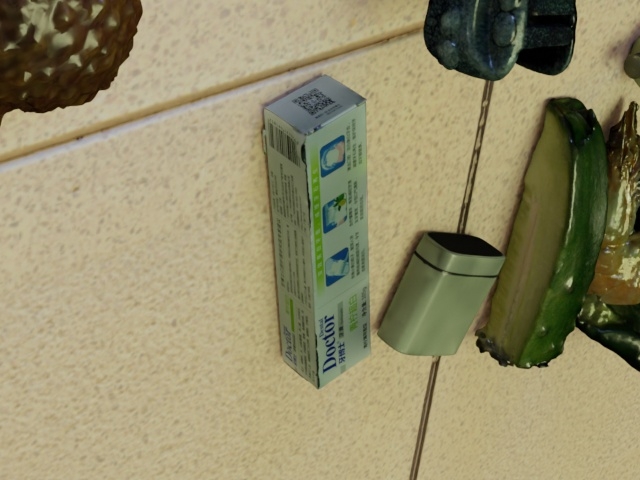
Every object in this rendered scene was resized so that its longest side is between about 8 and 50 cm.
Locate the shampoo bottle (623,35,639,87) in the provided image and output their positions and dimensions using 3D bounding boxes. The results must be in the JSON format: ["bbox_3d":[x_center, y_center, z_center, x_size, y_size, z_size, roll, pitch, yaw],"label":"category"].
[{"bbox_3d":[0.406,-0.209,1.812,0.162,0.079,0.079,-14,129,-41],"label":"shampoo bottle"}]

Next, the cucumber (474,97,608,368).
[{"bbox_3d":[0.282,-0.009,1.827,0.145,0.105,0.325,-17,128,-39],"label":"cucumber"}]

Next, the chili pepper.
[{"bbox_3d":[0.427,0.023,2.014,0.148,0.116,0.264,26,110,-15],"label":"chili pepper"}]

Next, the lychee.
[{"bbox_3d":[-0.213,-0.171,1.057,0.200,0.200,0.238,-2,109,-48],"label":"lychee"}]

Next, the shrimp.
[{"bbox_3d":[0.378,-0.041,1.897,0.061,0.145,0.267,-74,161,-68],"label":"shrimp"}]

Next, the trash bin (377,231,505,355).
[{"bbox_3d":[0.134,0.060,1.750,0.116,0.059,0.130,5,116,-48],"label":"trash bin"}]

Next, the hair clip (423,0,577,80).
[{"bbox_3d":[0.178,-0.298,1.372,0.194,0.206,0.310,-6,138,-40],"label":"hair clip"}]

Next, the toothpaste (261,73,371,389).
[{"bbox_3d":[0.000,0.000,1.542,0.081,0.067,0.337,-32,140,-28],"label":"toothpaste"}]
